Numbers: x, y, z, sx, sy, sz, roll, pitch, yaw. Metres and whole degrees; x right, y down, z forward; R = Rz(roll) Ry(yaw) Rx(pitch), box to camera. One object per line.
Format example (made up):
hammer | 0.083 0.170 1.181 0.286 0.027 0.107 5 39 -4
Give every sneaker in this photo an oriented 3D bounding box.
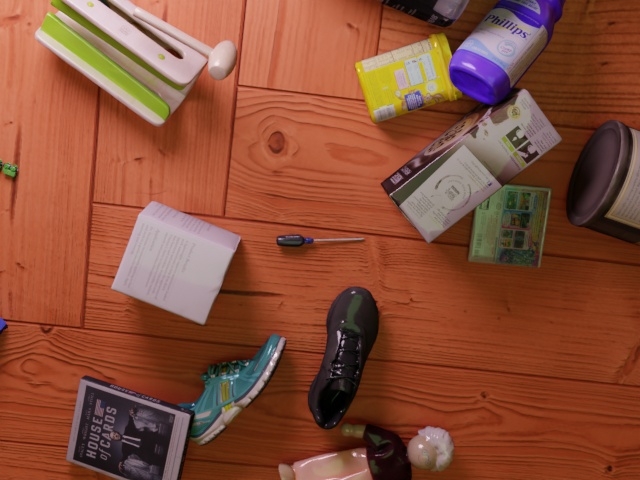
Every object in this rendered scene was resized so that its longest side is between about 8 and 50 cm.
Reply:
sneaker | 0.049 0.230 1.709 0.109 0.130 0.286 12 100 -3
sneaker | -0.174 0.277 1.727 0.110 0.107 0.275 45 97 -1

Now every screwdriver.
screwdriver | 0.000 0.000 1.712 0.169 0.025 0.024 0 102 -1

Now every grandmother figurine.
grandmother figurine | 0.103 0.455 1.775 0.342 0.104 0.208 -19 110 5

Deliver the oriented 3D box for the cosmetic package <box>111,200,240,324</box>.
cosmetic package | -0.262 0.038 1.644 0.183 0.151 0.151 23 101 -6

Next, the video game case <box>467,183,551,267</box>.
video game case | 0.363 -0.030 1.723 0.143 0.019 0.157 5 101 -4

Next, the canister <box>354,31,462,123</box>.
canister | 0.159 -0.294 1.633 0.170 0.073 0.126 -18 103 3

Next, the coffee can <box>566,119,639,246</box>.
coffee can | 0.619 -0.080 1.628 0.275 0.201 0.202 18 100 -6

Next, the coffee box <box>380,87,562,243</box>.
coffee box | 0.264 -0.141 1.620 0.297 0.168 0.119 -39 101 5

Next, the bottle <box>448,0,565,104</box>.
bottle | 0.346 -0.370 1.576 0.118 0.092 0.283 33 74 26

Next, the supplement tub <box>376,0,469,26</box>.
supplement tub | 0.106 -0.515 1.516 0.338 0.207 0.207 21 100 -7

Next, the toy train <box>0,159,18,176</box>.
toy train | -0.604 -0.140 1.664 0.083 0.017 0.024 20 111 -6

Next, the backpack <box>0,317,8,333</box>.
backpack | -0.675 0.182 1.686 0.098 0.101 0.120 42 101 -3

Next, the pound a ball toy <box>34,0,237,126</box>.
pound a ball toy | -0.304 -0.354 1.553 0.319 0.136 0.208 35 134 -9

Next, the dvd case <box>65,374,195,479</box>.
dvd case | -0.372 0.381 1.739 0.238 0.029 0.179 15 101 12
